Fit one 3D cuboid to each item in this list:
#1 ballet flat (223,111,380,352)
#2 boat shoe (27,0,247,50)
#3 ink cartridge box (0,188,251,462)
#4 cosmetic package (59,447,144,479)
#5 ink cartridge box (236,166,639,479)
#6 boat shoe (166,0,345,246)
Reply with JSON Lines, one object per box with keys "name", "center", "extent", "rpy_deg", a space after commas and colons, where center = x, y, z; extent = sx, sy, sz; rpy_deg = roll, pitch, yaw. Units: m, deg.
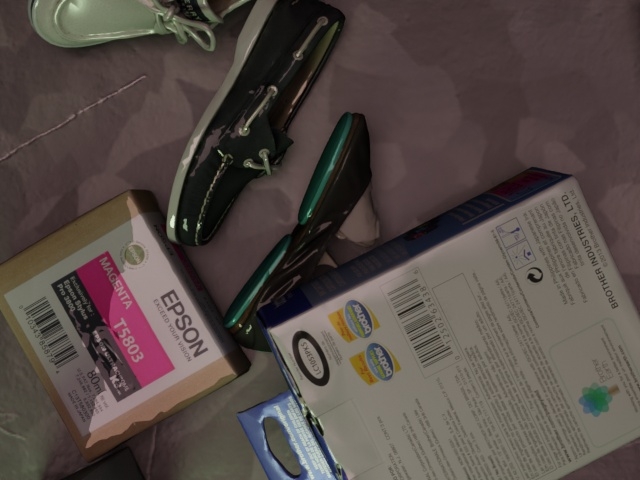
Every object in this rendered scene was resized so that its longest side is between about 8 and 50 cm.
{"name": "ballet flat", "center": [0.000, 0.000, 1.280], "extent": [0.096, 0.095, 0.280], "rpy_deg": [28, 104, -12]}
{"name": "boat shoe", "center": [-0.136, -0.262, 1.226], "extent": [0.367, 0.136, 0.156], "rpy_deg": [-20, 50, 11]}
{"name": "ink cartridge box", "center": [-0.218, 0.089, 1.297], "extent": [0.193, 0.088, 0.234], "rpy_deg": [-31, 87, 6]}
{"name": "cosmetic package", "center": [-0.258, 0.299, 1.228], "extent": [0.127, 0.238, 0.107], "rpy_deg": [-27, 85, 7]}
{"name": "ink cartridge box", "center": [0.114, 0.131, 1.197], "extent": [0.395, 0.151, 0.270], "rpy_deg": [-27, 97, -5]}
{"name": "boat shoe", "center": [-0.069, -0.124, 1.269], "extent": [0.091, 0.114, 0.302], "rpy_deg": [23, 93, 10]}
